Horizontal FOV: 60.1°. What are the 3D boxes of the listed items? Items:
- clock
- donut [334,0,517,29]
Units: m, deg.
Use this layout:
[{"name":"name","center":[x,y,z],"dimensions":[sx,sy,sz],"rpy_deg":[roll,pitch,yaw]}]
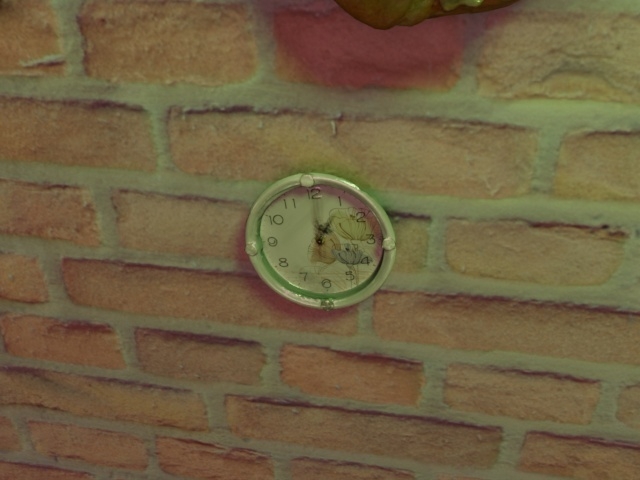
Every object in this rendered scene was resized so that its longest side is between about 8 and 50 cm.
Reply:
[{"name":"clock","center":[0.000,0.000,0.857],"dimensions":[0.236,0.053,0.237],"rpy_deg":[5,118,10]},{"name":"donut","center":[0.122,-0.395,0.568],"dimensions":[0.359,0.170,0.361],"rpy_deg":[9,125,14]}]
